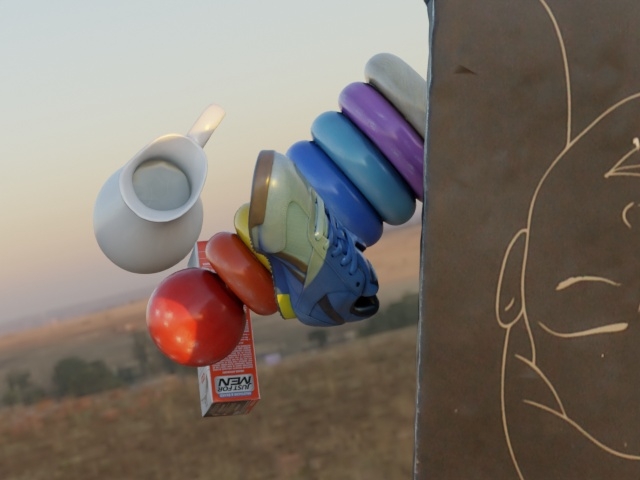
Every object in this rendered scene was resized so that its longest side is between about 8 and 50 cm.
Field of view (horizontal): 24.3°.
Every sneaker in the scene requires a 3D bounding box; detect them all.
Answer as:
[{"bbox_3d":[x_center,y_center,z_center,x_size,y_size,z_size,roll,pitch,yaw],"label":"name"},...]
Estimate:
[{"bbox_3d":[0.000,0.000,1.072,0.082,0.069,0.209,6,-28,14],"label":"sneaker"}]

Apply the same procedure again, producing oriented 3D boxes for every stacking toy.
[{"bbox_3d":[-0.022,-0.014,1.320,0.330,0.141,0.141,-40,0,-1],"label":"stacking toy"}]

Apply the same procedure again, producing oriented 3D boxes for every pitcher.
[{"bbox_3d":[-0.176,-0.058,1.694,0.177,0.125,0.207,-52,0,-26],"label":"pitcher"}]

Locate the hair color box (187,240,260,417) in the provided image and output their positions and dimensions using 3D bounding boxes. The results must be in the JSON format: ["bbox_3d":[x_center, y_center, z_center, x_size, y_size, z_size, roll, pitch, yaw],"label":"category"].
[{"bbox_3d":[-0.100,0.091,1.525,0.053,0.167,0.093,-3,-15,-12],"label":"hair color box"}]

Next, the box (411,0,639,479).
[{"bbox_3d":[0.321,0.052,0.979,0.480,0.471,0.297,4,4,18],"label":"box"}]
